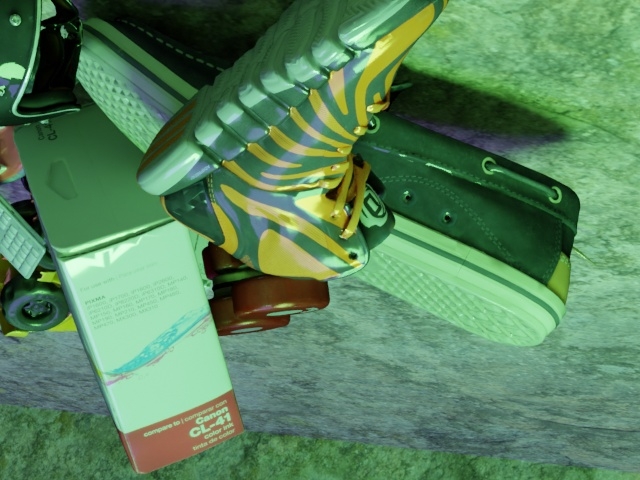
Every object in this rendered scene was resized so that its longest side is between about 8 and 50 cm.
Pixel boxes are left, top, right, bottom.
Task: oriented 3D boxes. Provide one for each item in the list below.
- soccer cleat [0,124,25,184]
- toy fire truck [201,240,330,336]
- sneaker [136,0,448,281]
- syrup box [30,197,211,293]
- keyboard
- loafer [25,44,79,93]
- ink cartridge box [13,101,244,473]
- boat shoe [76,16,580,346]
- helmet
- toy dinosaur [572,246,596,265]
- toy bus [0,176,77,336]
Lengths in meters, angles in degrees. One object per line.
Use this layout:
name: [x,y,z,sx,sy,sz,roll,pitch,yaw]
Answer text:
soccer cleat: [-0.366,-0.093,1.717,0.095,0.083,0.248,2,173,-41]
toy fire truck: [0.000,0.000,1.681,0.253,0.169,0.302,-4,171,-21]
sneaker: [0.018,-0.087,1.207,0.180,0.125,0.321,41,130,-19]
syrup box: [-0.247,0.000,1.916,0.236,0.093,0.096,12,164,-8]
keyboard: [-0.385,-0.066,1.633,0.256,0.014,0.072,46,138,2]
loafer: [-0.290,-0.144,1.506,0.061,0.062,0.170,14,166,-31]
ink cartridge box: [-0.191,0.045,1.554,0.131,0.226,0.306,-19,132,-11]
boat shoe: [0.010,-0.079,1.388,0.500,0.156,0.187,27,165,-3]
helmet: [-0.266,-0.167,1.226,0.169,0.169,0.161,1,178,29]
toy dinosaur: [0.207,-0.012,1.701,0.183,0.053,0.092,9,-179,30]
toy bus: [-0.249,0.008,1.756,0.211,0.149,0.220,11,131,-22]
